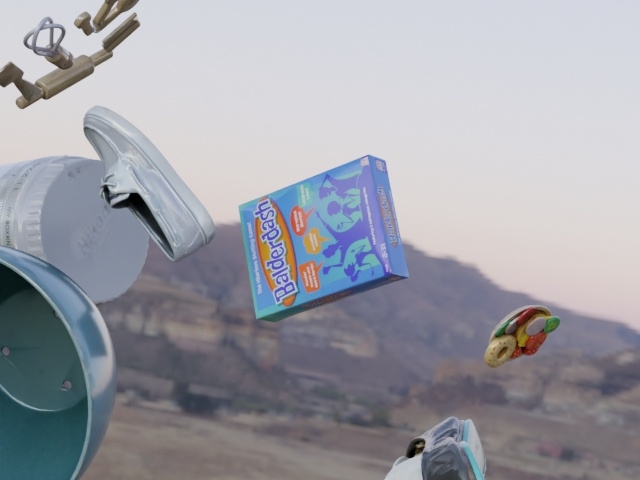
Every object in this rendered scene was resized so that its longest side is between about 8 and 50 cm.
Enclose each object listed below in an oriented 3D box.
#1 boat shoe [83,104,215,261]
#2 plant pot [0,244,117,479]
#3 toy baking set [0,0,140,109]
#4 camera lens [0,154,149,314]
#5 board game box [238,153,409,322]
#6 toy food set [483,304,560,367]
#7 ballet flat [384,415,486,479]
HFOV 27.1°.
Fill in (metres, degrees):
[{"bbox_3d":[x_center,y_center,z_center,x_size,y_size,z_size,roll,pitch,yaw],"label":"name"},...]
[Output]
[{"bbox_3d":[-0.230,-0.069,1.659,0.227,0.081,0.079,47,-27,4],"label":"boat shoe"},{"bbox_3d":[-0.323,0.131,1.350,0.290,0.290,0.195,9,11,15],"label":"plant pot"},{"bbox_3d":[-0.324,-0.244,1.685,0.030,0.256,0.197,47,-31,8],"label":"toy baking set"},{"bbox_3d":[-0.406,-0.003,1.866,0.274,0.219,0.219,-5,-12,38],"label":"camera lens"},{"bbox_3d":[0.000,0.000,1.702,0.210,0.160,0.047,-21,-19,30],"label":"board game box"},{"bbox_3d":[0.213,0.101,1.416,0.083,0.082,0.020,2,38,-37],"label":"toy food set"},{"bbox_3d":[0.115,0.236,1.287,0.096,0.095,0.280,-19,-2,5],"label":"ballet flat"}]
